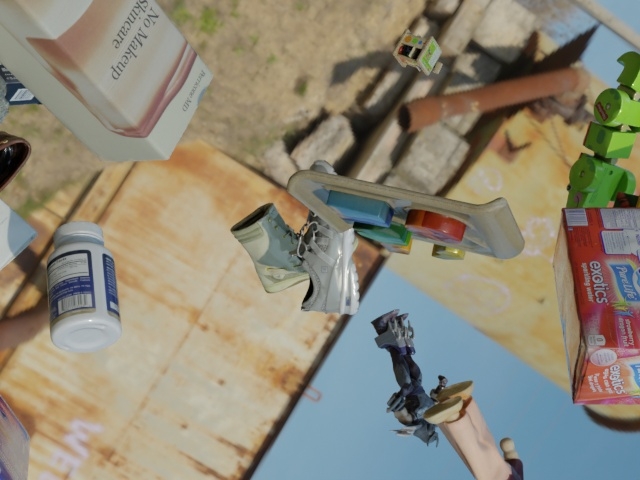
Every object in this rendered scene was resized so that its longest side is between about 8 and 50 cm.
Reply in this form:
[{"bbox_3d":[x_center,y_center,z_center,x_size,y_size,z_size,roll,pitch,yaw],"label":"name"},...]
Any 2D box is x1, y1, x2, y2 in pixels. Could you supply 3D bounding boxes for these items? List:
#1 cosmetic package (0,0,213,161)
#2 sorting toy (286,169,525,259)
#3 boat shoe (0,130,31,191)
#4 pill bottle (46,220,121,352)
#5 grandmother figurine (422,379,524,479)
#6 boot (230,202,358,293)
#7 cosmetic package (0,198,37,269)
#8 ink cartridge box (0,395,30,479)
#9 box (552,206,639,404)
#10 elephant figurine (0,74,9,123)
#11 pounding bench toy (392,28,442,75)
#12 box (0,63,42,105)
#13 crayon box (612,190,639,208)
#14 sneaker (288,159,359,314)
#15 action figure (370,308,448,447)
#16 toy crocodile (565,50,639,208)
[{"bbox_3d":[-0.277,-0.239,1.087,0.129,0.296,0.153,4,-120,34],"label":"cosmetic package"},{"bbox_3d":[0.113,-0.007,1.049,0.307,0.229,0.041,37,64,-67],"label":"sorting toy"},{"bbox_3d":[-0.438,-0.064,1.119,0.207,0.073,0.073,-60,147,-36],"label":"boat shoe"},{"bbox_3d":[-0.328,0.061,1.264,0.094,0.094,0.169,-50,-137,44],"label":"pill bottle"},{"bbox_3d":[0.306,0.418,1.610,0.104,0.342,0.208,-24,-174,41],"label":"grandmother figurine"},{"bbox_3d":[-0.050,-0.005,1.773,0.213,0.165,0.077,-24,-157,12],"label":"boot"},{"bbox_3d":[-0.667,-0.081,1.465,0.156,0.385,0.217,-50,-161,-24],"label":"cosmetic package"},{"bbox_3d":[-0.541,0.349,1.220,0.270,0.151,0.395,-36,-169,-10],"label":"ink cartridge box"},{"bbox_3d":[0.390,0.083,1.215,0.257,0.128,0.122,-85,172,-45],"label":"box"},{"bbox_3d":[-0.378,-0.198,0.717,0.186,0.239,0.169,-7,-179,30],"label":"elephant figurine"},{"bbox_3d":[0.175,-0.329,1.633,0.052,0.065,0.083,-61,147,-5],"label":"pounding bench toy"},{"bbox_3d":[-0.689,-0.385,2.020,0.093,0.158,0.156,-39,169,33],"label":"box"},{"bbox_3d":[0.608,0.034,1.488,0.081,0.319,0.202,29,77,-60],"label":"crayon box"},{"bbox_3d":[0.000,0.000,1.605,0.105,0.115,0.281,-135,-142,-82],"label":"sneaker"},{"bbox_3d":[0.186,0.289,1.885,0.099,0.285,0.185,-29,161,29],"label":"action figure"},{"bbox_3d":[0.524,-0.174,1.670,0.105,0.115,0.340,43,-58,55],"label":"toy crocodile"}]
